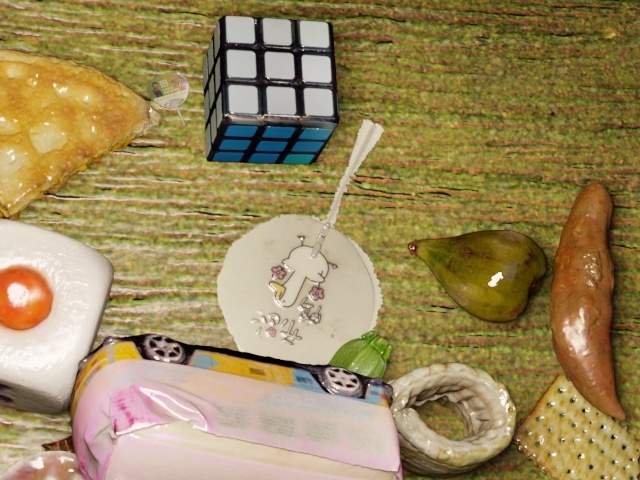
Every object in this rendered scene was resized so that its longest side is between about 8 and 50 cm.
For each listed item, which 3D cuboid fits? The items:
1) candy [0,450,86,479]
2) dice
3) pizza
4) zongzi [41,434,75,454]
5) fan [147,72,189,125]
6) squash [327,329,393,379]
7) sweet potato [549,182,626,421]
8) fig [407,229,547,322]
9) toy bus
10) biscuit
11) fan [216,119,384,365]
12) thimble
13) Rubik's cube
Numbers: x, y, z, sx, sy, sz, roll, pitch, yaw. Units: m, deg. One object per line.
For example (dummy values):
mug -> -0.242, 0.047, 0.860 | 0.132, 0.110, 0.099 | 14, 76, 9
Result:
candy -> -0.308, 0.393, 1.370 | 0.214, 0.157, 0.290 | -2, 78, -9
dice -> -0.367, 0.095, 1.436 | 0.194, 0.192, 0.193 | 17, 67, -10
pizza -> -0.393, -0.181, 1.579 | 0.268, 0.087, 0.258 | -37, 80, -23
zongzi -> -0.293, 0.260, 1.481 | 0.083, 0.073, 0.067 | -36, 82, 18
fan -> -0.218, -0.204, 1.674 | 0.060, 0.003, 0.080 | 8, 70, -11
squash -> 0.021, 0.211, 1.560 | 0.077, 0.068, 0.219 | 18, 64, 40
sweet potato -> 0.375, 0.080, 1.682 | 0.106, 0.095, 0.355 | 4, 70, -8
fig -> 0.226, 0.039, 1.663 | 0.126, 0.184, 0.133 | 18, 94, -47
toy bus -> -0.095, 0.231, 1.359 | 0.386, 0.171, 0.162 | 13, 24, -20
biscuit -> 0.373, 0.296, 1.651 | 0.203, 0.016, 0.144 | 41, 67, 2
fan -> 0.000, 0.000, 1.655 | 0.233, 0.012, 0.415 | 24, 69, -7
thimble -> 0.151, 0.236, 1.545 | 0.190, 0.143, 0.138 | 10, 70, -11
Rubik's cube -> -0.072, -0.202, 1.626 | 0.160, 0.162, 0.163 | 1, 71, -15
